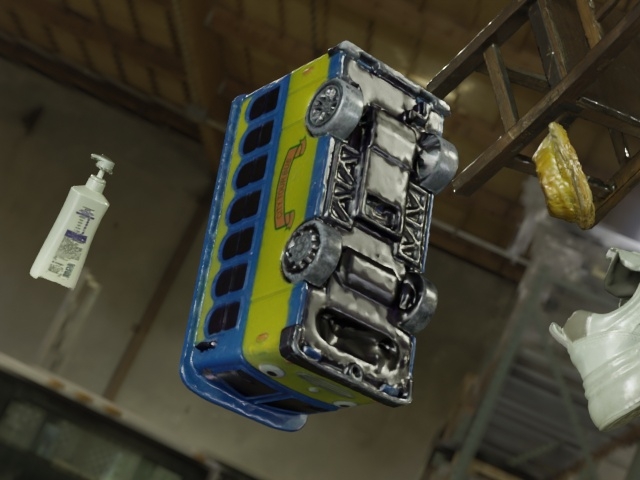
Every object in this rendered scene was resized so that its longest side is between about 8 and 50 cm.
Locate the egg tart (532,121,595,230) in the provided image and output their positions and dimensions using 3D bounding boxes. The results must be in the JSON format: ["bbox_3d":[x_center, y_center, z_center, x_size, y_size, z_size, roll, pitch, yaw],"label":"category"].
[{"bbox_3d":[0.267,-0.067,1.618,0.049,0.129,0.129,-19,-23,5],"label":"egg tart"}]

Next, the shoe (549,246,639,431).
[{"bbox_3d":[0.368,0.059,1.506,0.159,0.316,0.124,50,-22,16],"label":"shoe"}]

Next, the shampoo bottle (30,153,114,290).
[{"bbox_3d":[-0.241,-0.020,1.457,0.049,0.141,0.034,23,7,-26],"label":"shampoo bottle"}]

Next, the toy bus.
[{"bbox_3d":[0.000,0.000,1.212,0.138,0.288,0.175,28,-31,-33],"label":"toy bus"}]

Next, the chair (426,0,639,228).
[{"bbox_3d":[0.356,-0.220,1.762,0.240,0.203,0.416,14,-40,-31],"label":"chair"}]
